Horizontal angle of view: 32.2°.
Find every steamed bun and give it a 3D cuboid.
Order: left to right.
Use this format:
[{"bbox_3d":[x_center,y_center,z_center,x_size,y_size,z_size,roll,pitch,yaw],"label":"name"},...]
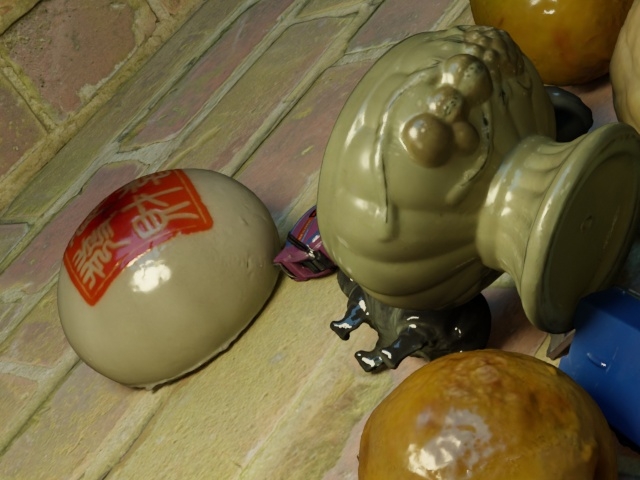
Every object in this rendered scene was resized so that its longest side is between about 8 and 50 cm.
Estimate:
[{"bbox_3d":[-0.252,0.032,1.725,0.374,0.241,0.374,-27,27,15],"label":"steamed bun"}]

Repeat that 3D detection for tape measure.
[{"bbox_3d":[0.000,0.000,1.641,0.125,0.074,0.118,-5,46,56],"label":"tape measure"}]

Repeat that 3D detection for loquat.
[{"bbox_3d":[0.148,0.200,0.994,0.238,0.193,0.238,-31,33,23],"label":"loquat"},{"bbox_3d":[0.332,-0.359,1.566,0.276,0.284,0.276,-24,28,14],"label":"loquat"}]

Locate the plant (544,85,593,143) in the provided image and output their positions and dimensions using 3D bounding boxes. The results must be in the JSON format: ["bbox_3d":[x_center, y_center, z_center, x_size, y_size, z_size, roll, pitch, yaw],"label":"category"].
[{"bbox_3d":[0.192,-0.114,1.408,0.188,0.199,0.276,-60,15,-18],"label":"plant"}]

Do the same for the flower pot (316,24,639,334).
[{"bbox_3d":[0.174,-0.052,1.112,0.244,0.307,0.307,24,62,32],"label":"flower pot"}]

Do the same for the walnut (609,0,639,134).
[{"bbox_3d":[0.463,-0.211,1.107,0.381,0.381,0.381,-30,27,17],"label":"walnut"}]

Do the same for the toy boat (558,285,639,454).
[{"bbox_3d":[0.327,0.147,0.962,0.295,0.088,0.129,-140,60,-61],"label":"toy boat"}]

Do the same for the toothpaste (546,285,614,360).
[{"bbox_3d":[0.302,0.004,1.258,0.068,0.099,0.282,7,44,9],"label":"toothpaste"}]

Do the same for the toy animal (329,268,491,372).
[{"bbox_3d":[0.093,0.074,1.373,0.168,0.106,0.343,-38,23,2],"label":"toy animal"}]
